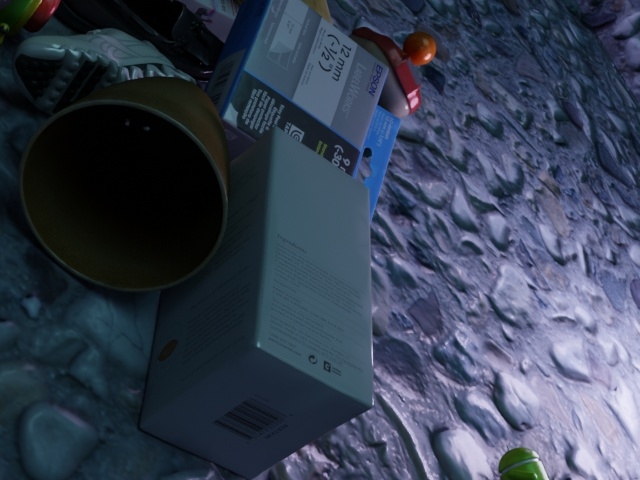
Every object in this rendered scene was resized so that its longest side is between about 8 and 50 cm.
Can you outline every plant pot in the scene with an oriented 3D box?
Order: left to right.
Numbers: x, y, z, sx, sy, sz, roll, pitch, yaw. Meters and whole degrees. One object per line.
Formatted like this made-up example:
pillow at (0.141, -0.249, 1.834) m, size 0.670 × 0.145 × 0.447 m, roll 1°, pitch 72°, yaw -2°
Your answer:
plant pot at (-0.207, -0.100, 1.241) m, size 0.237 × 0.237 × 0.254 m, roll 42°, pitch 24°, yaw -15°

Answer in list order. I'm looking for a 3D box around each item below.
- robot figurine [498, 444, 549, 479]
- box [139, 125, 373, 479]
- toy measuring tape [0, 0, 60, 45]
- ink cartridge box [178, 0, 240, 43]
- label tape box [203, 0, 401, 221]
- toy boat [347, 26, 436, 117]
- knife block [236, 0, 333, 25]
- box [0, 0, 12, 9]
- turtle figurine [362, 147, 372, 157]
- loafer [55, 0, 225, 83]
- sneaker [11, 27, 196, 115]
robot figurine at (0.310, 0.364, 1.540) m, size 0.101 × 0.067 × 0.115 m, roll 30°, pitch 36°, yaw -58°
box at (-0.069, 0.071, 1.230) m, size 0.168 × 0.215 × 0.345 m, roll 32°, pitch 40°, yaw -28°
toy measuring tape at (-0.376, -0.368, 1.322) m, size 0.121 × 0.121 × 0.330 m, roll 33°, pitch 47°, yaw -26°
ink cartridge box at (-0.189, -0.386, 1.637) m, size 0.181 × 0.061 × 0.104 m, roll 19°, pitch 47°, yaw -40°
label tape box at (-0.001, -0.186, 1.561) m, size 0.348 × 0.115 × 0.249 m, roll 31°, pitch 64°, yaw -26°
toy boat at (0.137, -0.320, 1.822) m, size 0.151 × 0.151 × 0.231 m, roll 62°, pitch -6°, yaw -23°
knife block at (-0.067, -0.481, 1.671) m, size 0.276 × 0.088 × 0.242 m, roll 39°, pitch 56°, yaw -19°
box at (-0.444, -0.363, 1.168) m, size 0.242 × 0.076 × 0.307 m, roll 32°, pitch 51°, yaw 4°
turtle figurine at (0.025, -0.255, 1.733) m, size 0.234 × 0.118 × 0.175 m, roll 48°, pitch 34°, yaw -17°
loafer at (-0.238, -0.317, 1.485) m, size 0.302 × 0.095 × 0.109 m, roll 18°, pitch 47°, yaw -40°
sneaker at (-0.296, -0.227, 1.344) m, size 0.118 × 0.110 × 0.292 m, roll 56°, pitch 25°, yaw 19°
